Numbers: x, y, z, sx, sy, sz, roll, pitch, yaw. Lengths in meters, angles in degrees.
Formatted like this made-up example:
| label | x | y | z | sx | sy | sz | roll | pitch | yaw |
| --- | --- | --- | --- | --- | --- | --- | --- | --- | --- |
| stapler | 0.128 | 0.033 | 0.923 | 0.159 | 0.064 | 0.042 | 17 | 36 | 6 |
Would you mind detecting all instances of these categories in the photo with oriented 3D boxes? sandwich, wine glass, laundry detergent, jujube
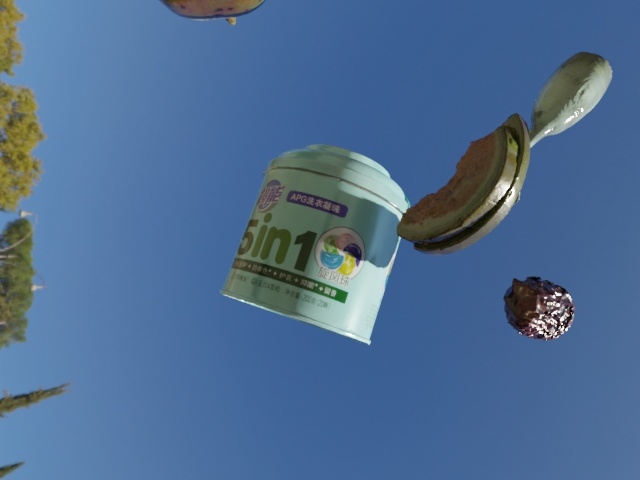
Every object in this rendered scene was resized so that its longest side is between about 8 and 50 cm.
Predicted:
| label | x | y | z | sx | sy | sz | roll | pitch | yaw |
| --- | --- | --- | --- | --- | --- | --- | --- | --- | --- |
| sandwich | 0.118 | -0.040 | 0.384 | 0.135 | 0.029 | 0.067 | -55 | -142 | 20 |
| wine glass | 0.403 | -0.201 | 0.736 | 0.309 | 0.264 | 0.096 | -46 | -80 | -16 |
| laundry detergent | 0.000 | 0.000 | 0.888 | 0.287 | 0.287 | 0.305 | 12 | -102 | 34 |
| jujube | 0.340 | 0.112 | 0.757 | 0.104 | 0.166 | 0.104 | -5 | -97 | 43 |

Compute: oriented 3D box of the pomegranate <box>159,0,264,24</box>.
| label | x | y | z | sx | sy | sz | roll | pitch | yaw |
| --- | --- | --- | --- | --- | --- | --- | --- | --- | --- |
| pomegranate | -0.179 | -0.520 | 0.830 | 0.291 | 0.323 | 0.291 | 5 | -76 | 19 |
